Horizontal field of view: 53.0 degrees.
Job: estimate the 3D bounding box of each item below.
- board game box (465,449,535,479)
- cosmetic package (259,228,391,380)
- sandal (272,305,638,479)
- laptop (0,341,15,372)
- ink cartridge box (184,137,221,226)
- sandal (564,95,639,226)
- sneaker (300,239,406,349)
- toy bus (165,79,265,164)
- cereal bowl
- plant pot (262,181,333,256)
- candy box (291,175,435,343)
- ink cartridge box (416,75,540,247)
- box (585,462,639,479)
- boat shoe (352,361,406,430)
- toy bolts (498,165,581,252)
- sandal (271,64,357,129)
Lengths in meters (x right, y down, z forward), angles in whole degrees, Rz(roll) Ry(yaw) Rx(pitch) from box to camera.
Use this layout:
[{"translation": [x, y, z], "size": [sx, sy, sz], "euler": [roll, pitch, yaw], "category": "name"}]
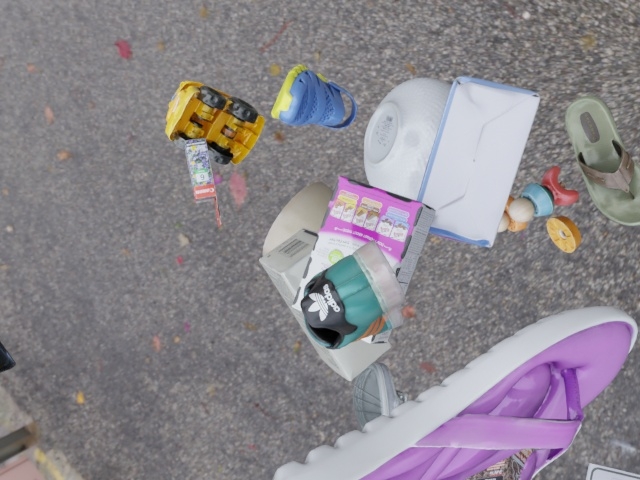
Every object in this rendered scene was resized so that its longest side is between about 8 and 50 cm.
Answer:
[{"translation": [0.410, 0.608, 1.639], "size": [0.232, 0.291, 0.141], "euler": [-25, 125, 35], "category": "board game box"}, {"translation": [0.012, 0.135, 1.385], "size": [0.296, 0.129, 0.153], "euler": [61, 163, -22], "category": "cosmetic package"}, {"translation": [0.120, 0.194, 0.540], "size": [0.102, 0.416, 0.169], "euler": [52, 159, 41], "category": "sandal"}, {"translation": [-0.607, 0.044, 0.655], "size": [0.408, 0.236, 0.382], "euler": [26, 146, 13], "category": "laptop"}, {"translation": [-0.157, -0.073, 0.855], "size": [0.063, 0.029, 0.115], "euler": [168, 92, -78], "category": "ink cartridge box"}, {"translation": [0.599, -0.163, 1.354], "size": [0.120, 0.086, 0.302], "euler": [-31, 81, 29], "category": "sandal"}, {"translation": [0.035, 0.081, 0.835], "size": [0.121, 0.302, 0.108], "euler": [-27, 74, -2], "category": "sneaker"}, {"translation": [-0.273, -0.301, 1.486], "size": [0.149, 0.220, 0.211], "euler": [-54, 54, 18], "category": "toy bus"}, {"translation": [0.207, -0.248, 1.603], "size": [0.339, 0.141, 0.338], "euler": [-34, 51, 56], "category": "cereal bowl"}, {"translation": [0.000, 0.000, 1.843], "size": [0.191, 0.284, 0.284], "euler": [36, 119, 18], "category": "plant pot"}, {"translation": [0.069, 0.031, 1.043], "size": [0.159, 0.071, 0.233], "euler": [22, 93, 30], "category": "candy box"}, {"translation": [0.284, -0.132, 1.240], "size": [0.151, 0.395, 0.269], "euler": [18, 94, 11], "category": "ink cartridge box"}, {"translation": [0.331, 0.418, 0.705], "size": [0.087, 0.169, 0.289], "euler": [2, 61, 40], "category": "box"}, {"translation": [0.159, 0.433, 1.543], "size": [0.118, 0.103, 0.320], "euler": [3, 107, 56], "category": "boat shoe"}, {"translation": [0.531, -0.052, 1.591], "size": [0.218, 0.159, 0.228], "euler": [57, 169, 19], "category": "toy bolts"}, {"translation": [-0.004, -0.304, 1.419], "size": [0.138, 0.317, 0.126], "euler": [32, 113, 9], "category": "sandal"}]
